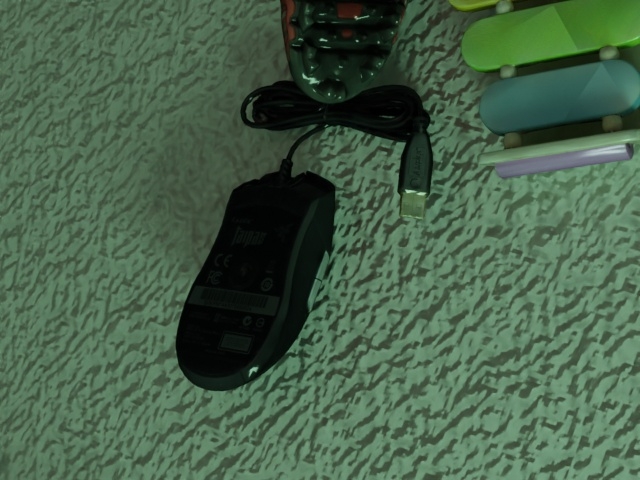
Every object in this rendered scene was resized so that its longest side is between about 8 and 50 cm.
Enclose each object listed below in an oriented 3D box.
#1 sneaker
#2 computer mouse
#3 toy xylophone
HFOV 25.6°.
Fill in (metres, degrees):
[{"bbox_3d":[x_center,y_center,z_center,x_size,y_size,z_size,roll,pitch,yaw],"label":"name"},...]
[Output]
[{"bbox_3d":[0.005,-0.237,1.093,0.135,0.097,0.276,168,104,-66],"label":"sneaker"},{"bbox_3d":[0.000,0.000,1.064,0.184,0.060,0.262,1,65,32],"label":"computer mouse"},{"bbox_3d":[0.197,-0.201,0.999,0.236,0.081,0.323,-17,69,23],"label":"toy xylophone"}]
